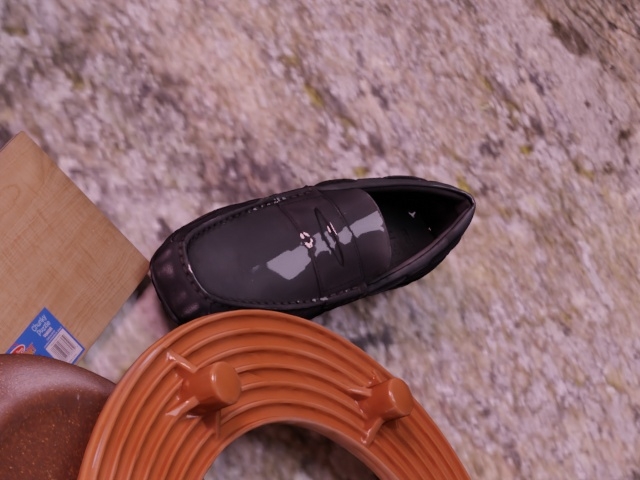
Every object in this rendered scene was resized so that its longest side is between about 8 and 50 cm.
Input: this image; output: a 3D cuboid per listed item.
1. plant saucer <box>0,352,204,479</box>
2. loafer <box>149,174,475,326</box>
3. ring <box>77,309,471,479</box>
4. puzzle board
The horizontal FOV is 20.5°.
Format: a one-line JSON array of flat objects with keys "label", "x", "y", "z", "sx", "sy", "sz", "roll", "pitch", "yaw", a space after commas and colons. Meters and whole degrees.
[{"label": "plant saucer", "x": -0.105, "y": 0.137, "z": 0.777, "sx": 0.199, "sy": 0.036, "sz": 0.198, "roll": 26, "pitch": 50, "yaw": -35}, {"label": "loafer", "x": 0.000, "y": 0.000, "z": 0.959, "sx": 0.223, "sy": 0.078, "sz": 0.076, "roll": -12, "pitch": 72, "yaw": -49}, {"label": "ring", "x": 0.013, "y": 0.188, "z": 0.836, "sx": 0.336, "sy": 0.032, "sz": 0.336, "roll": 33, "pitch": 45, "yaw": -40}, {"label": "puzzle board", "x": -0.143, "y": 0.015, "z": 0.854, "sx": 0.096, "sy": 0.011, "sz": 0.128, "roll": 48, "pitch": 40, "yaw": -12}]
